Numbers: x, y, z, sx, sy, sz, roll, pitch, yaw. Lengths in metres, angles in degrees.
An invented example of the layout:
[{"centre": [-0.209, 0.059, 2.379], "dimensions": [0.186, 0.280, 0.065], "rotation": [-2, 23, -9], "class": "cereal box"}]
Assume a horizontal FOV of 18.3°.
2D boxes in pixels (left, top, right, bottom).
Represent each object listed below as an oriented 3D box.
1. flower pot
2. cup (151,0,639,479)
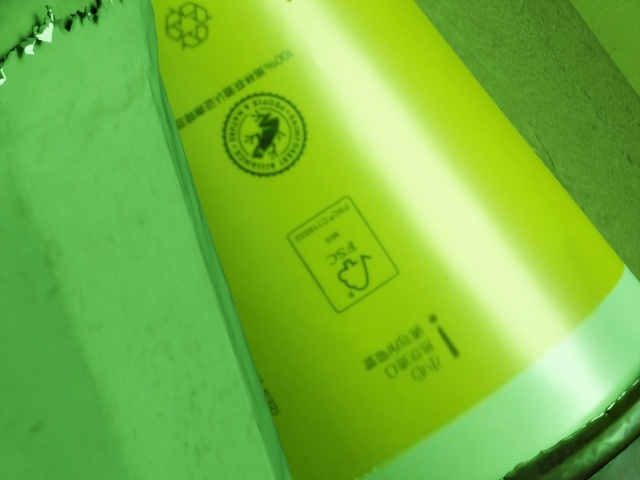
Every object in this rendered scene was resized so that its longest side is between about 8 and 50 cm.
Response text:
[{"centre": [-0.129, 0.046, 0.555], "dimensions": [0.290, 0.290, 0.259], "rotation": [-69, 140, -67], "class": "flower pot"}, {"centre": [0.000, 0.000, 0.712], "dimensions": [0.280, 0.196, 0.196], "rotation": [56, 18, -3], "class": "cup"}]
